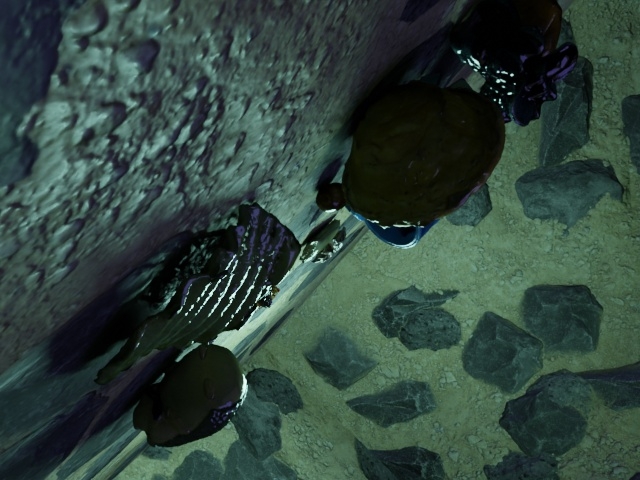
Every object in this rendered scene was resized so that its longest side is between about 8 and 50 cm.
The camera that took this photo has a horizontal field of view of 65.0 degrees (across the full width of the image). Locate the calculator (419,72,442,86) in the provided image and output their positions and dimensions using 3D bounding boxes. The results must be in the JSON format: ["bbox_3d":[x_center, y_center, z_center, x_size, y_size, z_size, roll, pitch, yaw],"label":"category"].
[{"bbox_3d":[0.229,-0.310,1.125,0.018,0.057,0.171,48,54,-43],"label":"calculator"}]

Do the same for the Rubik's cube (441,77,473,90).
[{"bbox_3d":[0.335,-0.304,1.343,0.213,0.266,0.224,109,-2,-77],"label":"Rubik's cube"}]

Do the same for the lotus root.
[{"bbox_3d":[0.532,-0.534,1.279,0.180,0.199,0.188,-46,-178,40],"label":"lotus root"}]

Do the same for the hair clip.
[{"bbox_3d":[0.424,-0.375,1.120,0.194,0.206,0.310,-51,139,4],"label":"hair clip"}]

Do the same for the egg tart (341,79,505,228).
[{"bbox_3d":[0.169,-0.185,0.973,0.345,0.345,0.132,-48,134,7],"label":"egg tart"}]

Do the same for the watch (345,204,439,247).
[{"bbox_3d":[0.226,-0.095,1.616,0.241,0.275,0.305,-44,167,-28],"label":"watch"}]

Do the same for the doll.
[{"bbox_3d":[-0.366,0.436,1.374,0.349,0.247,0.247,-44,175,29],"label":"doll"}]

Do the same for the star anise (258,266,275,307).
[{"bbox_3d":[-0.225,0.149,1.377,0.228,0.218,0.148,-9,-145,8],"label":"star anise"}]

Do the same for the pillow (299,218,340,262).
[{"bbox_3d":[0.000,0.000,1.714,0.119,0.053,0.208,-49,176,36],"label":"pillow"}]

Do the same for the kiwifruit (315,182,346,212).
[{"bbox_3d":[0.031,-0.106,1.239,0.075,0.075,0.124,-49,176,18],"label":"kiwifruit"}]

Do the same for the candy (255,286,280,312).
[{"bbox_3d":[-0.193,0.198,1.734,0.062,0.038,0.122,-50,172,27],"label":"candy"}]

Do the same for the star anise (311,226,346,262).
[{"bbox_3d":[0.046,0.032,2.117,0.182,0.065,0.195,-51,176,41],"label":"star anise"}]

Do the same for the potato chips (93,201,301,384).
[{"bbox_3d":[-0.206,0.102,0.909,0.389,0.097,0.373,-47,167,10],"label":"potato chips"}]
